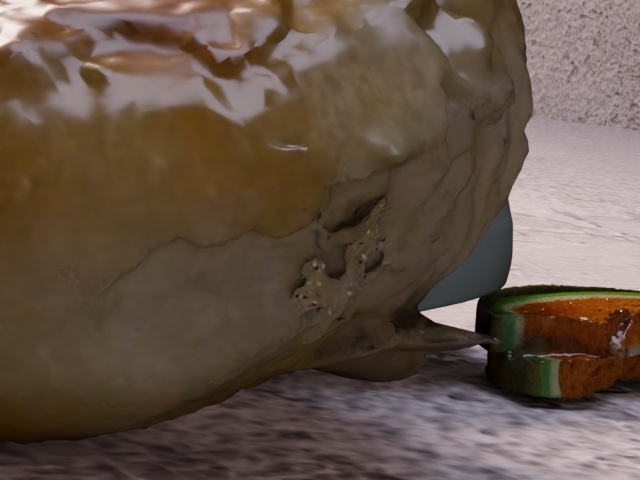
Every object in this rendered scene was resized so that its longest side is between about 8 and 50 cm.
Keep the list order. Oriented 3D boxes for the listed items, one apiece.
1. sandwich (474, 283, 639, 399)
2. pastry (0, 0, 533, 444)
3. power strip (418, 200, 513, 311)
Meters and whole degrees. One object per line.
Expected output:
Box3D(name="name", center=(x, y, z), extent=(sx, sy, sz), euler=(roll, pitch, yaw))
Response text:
Box3D(name="sandwich", center=(0.099, 0.034, 0.670), extent=(0.135, 0.029, 0.067), euler=(1, 9, -42))
Box3D(name="pastry", center=(-0.072, -0.040, 0.512), extent=(0.236, 0.121, 0.257), euler=(-22, 40, -36))
Box3D(name="power strip", center=(0.000, 0.000, 0.671), extent=(0.137, 0.044, 0.216), euler=(-5, 4, 15))
